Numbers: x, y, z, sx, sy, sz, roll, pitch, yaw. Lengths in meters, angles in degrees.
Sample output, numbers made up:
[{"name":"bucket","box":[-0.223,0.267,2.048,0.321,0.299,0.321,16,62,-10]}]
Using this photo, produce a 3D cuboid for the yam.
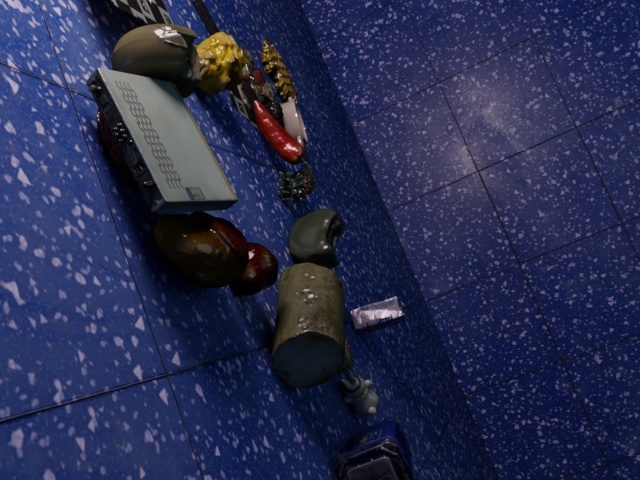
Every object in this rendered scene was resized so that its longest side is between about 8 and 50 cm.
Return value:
[{"name":"yam","box":[-0.025,0.173,1.517,0.168,0.168,0.304,57,20,-30]}]

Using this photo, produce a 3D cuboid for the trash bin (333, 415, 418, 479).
[{"name":"trash bin","box":[0.141,0.523,1.565,0.234,0.163,0.184,-29,96,-80]}]

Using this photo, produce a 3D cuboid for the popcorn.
[{"name":"popcorn","box":[-0.255,-0.433,1.672,0.167,0.152,0.148,-54,161,-45]}]

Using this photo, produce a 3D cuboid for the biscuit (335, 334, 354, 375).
[{"name":"biscuit","box":[0.034,0.261,1.751,0.082,0.070,0.168,60,12,-52]}]

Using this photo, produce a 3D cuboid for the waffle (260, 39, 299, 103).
[{"name":"waffle","box":[-0.145,-0.598,2.466,0.231,0.051,0.228,46,22,-52]}]

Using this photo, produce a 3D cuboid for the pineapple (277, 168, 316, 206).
[{"name":"pineapple","box":[-0.067,-0.168,2.013,0.221,0.083,0.103,-51,132,-73]}]

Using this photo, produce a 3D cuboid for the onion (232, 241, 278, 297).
[{"name":"onion","box":[-0.143,0.058,1.401,0.118,0.119,0.117,64,-17,-9]}]

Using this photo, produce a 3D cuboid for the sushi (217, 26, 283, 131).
[{"name":"sushi","box":[-0.189,-0.473,2.089,0.320,0.069,0.339,42,28,-57]}]

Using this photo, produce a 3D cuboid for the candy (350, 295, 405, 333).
[{"name":"candy","box":[0.182,0.235,2.108,0.092,0.160,0.073,45,28,-67]}]

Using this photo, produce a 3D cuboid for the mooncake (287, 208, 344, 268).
[{"name":"mooncake","box":[0.000,0.000,1.835,0.168,0.175,0.104,19,-23,48]}]

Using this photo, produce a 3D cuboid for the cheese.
[{"name":"cheese","box":[-0.299,-0.335,1.275,0.202,0.175,0.091,155,-67,-64]}]

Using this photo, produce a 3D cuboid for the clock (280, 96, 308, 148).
[{"name":"clock","box":[-0.092,-0.385,2.260,0.155,0.063,0.229,65,12,-59]}]

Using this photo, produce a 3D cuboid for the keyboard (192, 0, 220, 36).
[{"name":"keyboard","box":[-0.320,-0.630,1.973,0.155,0.010,0.053,61,32,-15]}]

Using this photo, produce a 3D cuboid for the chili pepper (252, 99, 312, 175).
[{"name":"chili pepper","box":[-0.114,-0.292,1.971,0.272,0.071,0.063,48,-9,-1]}]

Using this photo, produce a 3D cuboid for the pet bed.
[{"name":"pet bed","box":[-0.325,-0.173,1.227,0.201,0.054,0.201,50,24,-32]}]

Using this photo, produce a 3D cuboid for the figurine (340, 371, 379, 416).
[{"name":"figurine","box":[0.082,0.385,1.751,0.098,0.081,0.146,5,-43,56]}]

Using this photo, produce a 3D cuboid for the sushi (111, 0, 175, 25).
[{"name":"sushi","box":[-0.449,-0.589,1.412,0.359,0.064,0.343,65,11,1]}]

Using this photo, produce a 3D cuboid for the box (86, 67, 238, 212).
[{"name":"box","box":[-0.270,-0.166,1.162,0.211,0.045,0.270,-10,66,-59]}]

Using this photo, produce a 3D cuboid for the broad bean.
[{"name":"broad bean","box":[-0.208,0.009,1.206,0.156,0.122,0.228,53,7,23]}]
